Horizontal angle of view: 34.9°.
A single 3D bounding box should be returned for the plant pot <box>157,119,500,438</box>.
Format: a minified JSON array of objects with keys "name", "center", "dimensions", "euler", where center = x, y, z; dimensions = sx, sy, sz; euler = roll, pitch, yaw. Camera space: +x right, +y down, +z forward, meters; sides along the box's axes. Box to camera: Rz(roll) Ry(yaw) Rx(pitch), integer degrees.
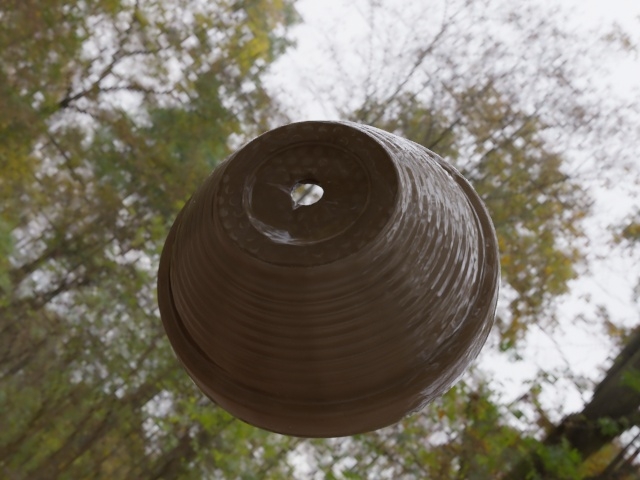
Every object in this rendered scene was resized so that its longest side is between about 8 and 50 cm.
[{"name":"plant pot","center":[0.000,0.000,0.670],"dimensions":[0.237,0.237,0.109],"euler":[39,-21,28]}]
